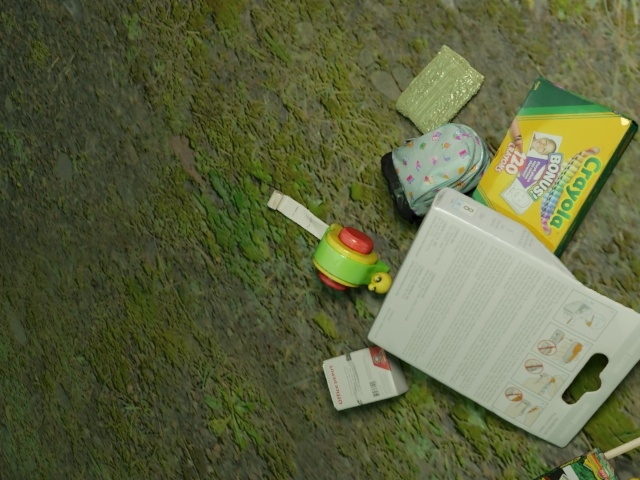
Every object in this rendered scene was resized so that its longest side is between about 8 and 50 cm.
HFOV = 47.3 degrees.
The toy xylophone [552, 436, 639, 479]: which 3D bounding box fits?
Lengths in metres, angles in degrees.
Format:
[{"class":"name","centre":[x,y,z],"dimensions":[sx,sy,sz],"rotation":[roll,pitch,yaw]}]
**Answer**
[{"class":"toy xylophone","centre":[0.510,0.418,1.126],"dimensions":[0.323,0.081,0.236],"rotation":[-30,76,27]}]

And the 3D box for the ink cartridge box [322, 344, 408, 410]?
[{"class":"ink cartridge box","centre":[0.084,0.256,1.383],"dimensions":[0.135,0.056,0.099],"rotation":[-20,81,28]}]

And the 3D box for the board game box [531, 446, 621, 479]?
[{"class":"board game box","centre":[0.438,0.460,1.106],"dimensions":[0.136,0.030,0.259],"rotation":[-38,72,23]}]

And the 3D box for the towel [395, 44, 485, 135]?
[{"class":"towel","centre":[0.214,-0.264,1.314],"dimensions":[0.110,0.027,0.148],"rotation":[48,112,19]}]

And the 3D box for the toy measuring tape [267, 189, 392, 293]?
[{"class":"toy measuring tape","centre":[0.000,0.000,1.394],"dimensions":[0.330,0.121,0.121],"rotation":[37,108,24]}]

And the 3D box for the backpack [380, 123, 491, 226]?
[{"class":"backpack","centre":[0.205,-0.124,1.273],"dimensions":[0.182,0.115,0.151],"rotation":[-26,76,25]}]

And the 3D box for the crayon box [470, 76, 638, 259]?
[{"class":"crayon box","centre":[0.367,-0.103,1.197],"dimensions":[0.165,0.081,0.278],"rotation":[34,107,25]}]

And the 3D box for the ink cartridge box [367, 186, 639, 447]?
[{"class":"ink cartridge box","centre":[0.303,0.131,1.204],"dimensions":[0.385,0.091,0.308],"rotation":[28,126,9]}]
